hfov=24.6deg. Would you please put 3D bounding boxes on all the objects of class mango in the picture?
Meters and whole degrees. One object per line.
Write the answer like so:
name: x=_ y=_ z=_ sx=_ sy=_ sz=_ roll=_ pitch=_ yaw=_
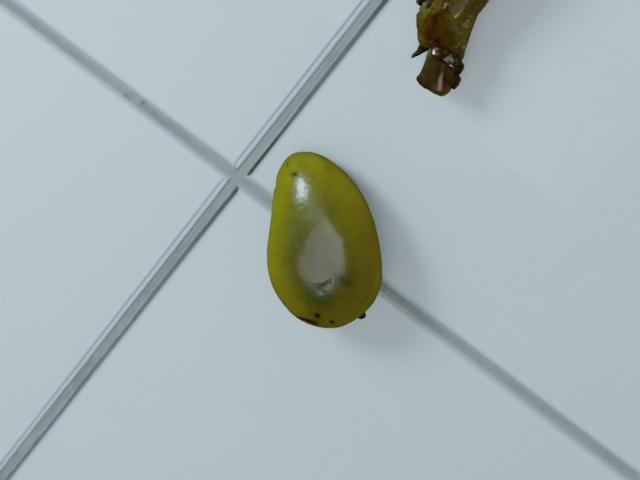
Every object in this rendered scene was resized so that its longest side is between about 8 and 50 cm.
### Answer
mango: x=0.000 y=0.000 z=1.304 sx=0.103 sy=0.076 sz=0.161 roll=-6 pitch=102 yaw=18

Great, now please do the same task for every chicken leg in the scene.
chicken leg: x=0.100 y=-0.218 z=1.197 sx=0.101 sy=0.085 sz=0.207 roll=-6 pitch=122 yaw=-25
